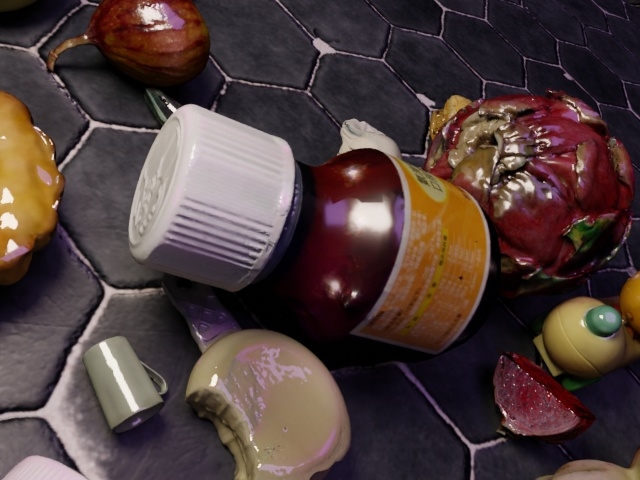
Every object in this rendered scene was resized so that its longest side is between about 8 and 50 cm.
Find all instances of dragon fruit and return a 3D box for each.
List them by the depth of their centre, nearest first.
[{"bbox_3d":[0.292,0.231,0.789,0.102,0.096,0.147,17,19,-32],"label":"dragon fruit"},{"bbox_3d":[0.301,-0.062,0.862,0.329,0.329,0.329,16,51,-20],"label":"dragon fruit"}]

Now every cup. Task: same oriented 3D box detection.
[{"bbox_3d":[-0.193,0.141,0.583,0.075,0.054,0.083,-19,66,-38],"label":"cup"}]

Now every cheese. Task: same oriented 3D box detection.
[{"bbox_3d":[-0.087,0.145,0.629,0.163,0.082,0.286,-27,71,-42],"label":"cheese"}]

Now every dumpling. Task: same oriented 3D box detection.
[{"bbox_3d":[0.089,-0.108,0.906,0.127,0.108,0.188,19,46,-49],"label":"dumpling"}]

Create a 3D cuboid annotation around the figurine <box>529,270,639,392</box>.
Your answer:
[{"bbox_3d":[0.469,0.120,0.875,0.324,0.222,0.124,-6,58,-33],"label":"figurine"}]

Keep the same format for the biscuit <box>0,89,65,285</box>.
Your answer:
[{"bbox_3d":[-0.428,-0.055,0.555,0.326,0.107,0.326,15,54,-22],"label":"biscuit"}]

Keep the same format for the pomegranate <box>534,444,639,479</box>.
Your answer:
[{"bbox_3d":[0.437,0.346,0.697,0.340,0.285,0.285,9,46,14],"label":"pomegranate"}]

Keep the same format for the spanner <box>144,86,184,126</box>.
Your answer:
[{"bbox_3d":[-0.130,-0.101,0.807,0.325,0.040,0.095,44,48,4],"label":"spanner"}]

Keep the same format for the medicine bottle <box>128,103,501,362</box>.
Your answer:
[{"bbox_3d":[0.000,0.000,0.643,0.395,0.242,0.242,16,50,-34],"label":"medicine bottle"}]

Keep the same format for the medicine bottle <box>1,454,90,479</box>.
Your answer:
[{"bbox_3d":[-0.239,0.297,0.367,0.165,0.165,0.273,39,46,1],"label":"medicine bottle"}]

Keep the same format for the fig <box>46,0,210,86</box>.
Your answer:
[{"bbox_3d":[-0.254,-0.299,0.805,0.202,0.148,0.149,17,49,-17],"label":"fig"}]

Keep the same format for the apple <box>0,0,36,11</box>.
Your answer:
[{"bbox_3d":[-0.448,-0.441,0.743,0.262,0.262,0.262,16,51,-20],"label":"apple"}]

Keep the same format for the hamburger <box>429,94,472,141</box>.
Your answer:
[{"bbox_3d":[0.279,-0.204,1.096,0.147,0.083,0.138,25,44,-15],"label":"hamburger"}]
